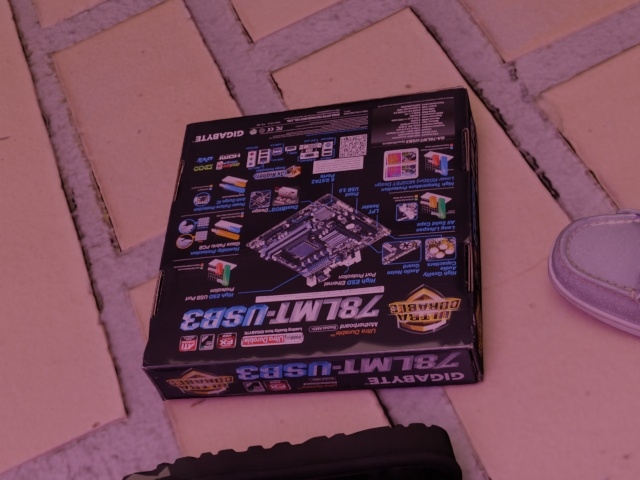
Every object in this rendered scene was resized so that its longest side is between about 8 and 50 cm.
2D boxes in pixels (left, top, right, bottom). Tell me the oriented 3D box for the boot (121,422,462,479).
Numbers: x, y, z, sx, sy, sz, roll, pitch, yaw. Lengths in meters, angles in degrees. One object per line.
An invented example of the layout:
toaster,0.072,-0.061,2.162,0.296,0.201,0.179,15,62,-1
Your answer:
boot,-0.022,0.277,0.737,0.347,0.131,0.260,-12,51,-6

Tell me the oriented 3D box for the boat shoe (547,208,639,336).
boat shoe,0.340,0.023,0.855,0.320,0.103,0.118,13,60,26

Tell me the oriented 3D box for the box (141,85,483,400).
box,0.000,0.000,1.002,0.295,0.073,0.293,-6,54,13
